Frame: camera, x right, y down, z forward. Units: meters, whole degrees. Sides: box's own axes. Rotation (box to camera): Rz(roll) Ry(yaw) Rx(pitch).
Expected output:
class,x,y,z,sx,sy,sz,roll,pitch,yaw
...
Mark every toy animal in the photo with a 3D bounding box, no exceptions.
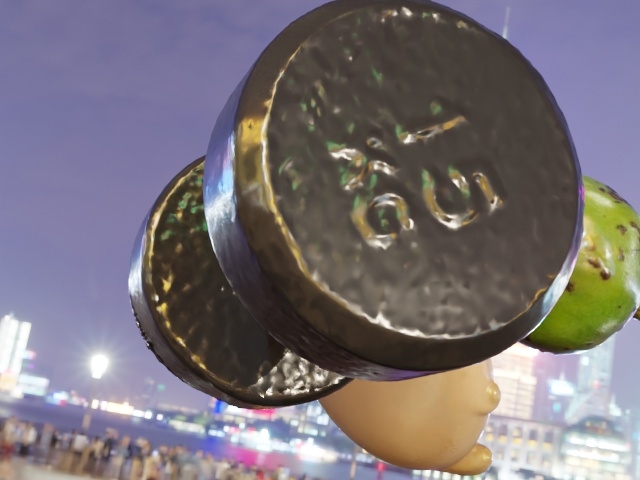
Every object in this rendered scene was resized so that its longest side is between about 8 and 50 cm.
class,x,y,z,sx,sy,sz,roll,pitch,yaw
toy animal,0.077,0.066,1.010,0.345,0.278,0.247,21,14,32

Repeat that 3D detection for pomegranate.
class,x,y,z,sx,sy,sz,roll,pitch,yaw
pomegranate,0.291,0.036,1.058,0.263,0.211,0.211,24,-16,-21

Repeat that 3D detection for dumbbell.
class,x,y,z,sx,sy,sz,roll,pitch,yaw
dumbbell,0.000,0.000,0.605,0.203,0.204,0.322,14,-18,-17
